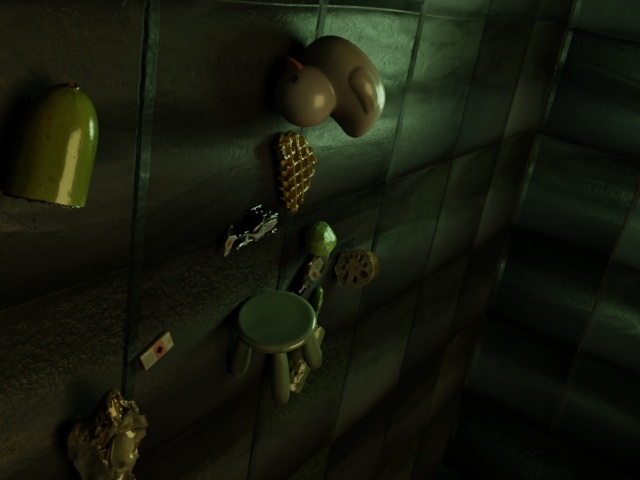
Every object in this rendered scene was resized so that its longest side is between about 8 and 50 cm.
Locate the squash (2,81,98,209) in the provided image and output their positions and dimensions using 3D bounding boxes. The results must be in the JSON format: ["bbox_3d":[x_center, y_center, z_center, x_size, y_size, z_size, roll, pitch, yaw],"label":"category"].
[{"bbox_3d":[-0.386,-0.140,0.993,0.123,0.123,0.187,0,106,-60],"label":"squash"}]

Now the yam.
[{"bbox_3d":[-0.065,0.313,1.871,0.194,0.107,0.107,-65,152,-6],"label":"yam"}]

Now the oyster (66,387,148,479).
[{"bbox_3d":[-0.416,0.413,1.334,0.166,0.110,0.341,-62,159,-46],"label":"oyster"}]

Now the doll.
[{"bbox_3d":[0.014,-0.315,1.479,0.251,0.221,0.221,47,66,-31],"label":"doll"}]

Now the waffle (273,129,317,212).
[{"bbox_3d":[-0.070,-0.164,1.586,0.160,0.046,0.192,-63,151,-9],"label":"waffle"}]

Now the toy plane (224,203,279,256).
[{"bbox_3d":[-0.152,-0.026,1.542,0.197,0.053,0.078,-33,145,-52],"label":"toy plane"}]

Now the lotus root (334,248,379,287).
[{"bbox_3d":[0.110,0.084,1.998,0.081,0.122,0.112,9,78,-67],"label":"lotus root"}]

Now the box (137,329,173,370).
[{"bbox_3d":[-0.345,0.231,1.431,0.083,0.012,0.046,-46,144,-34],"label":"box"}]

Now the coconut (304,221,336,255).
[{"bbox_3d":[0.000,0.000,1.787,0.088,0.088,0.096,-50,142,-29],"label":"coconut"}]

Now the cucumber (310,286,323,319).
[{"bbox_3d":[-0.018,0.206,1.949,0.037,0.037,0.155,-11,119,-57],"label":"cucumber"}]

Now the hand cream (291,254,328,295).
[{"bbox_3d":[-0.023,0.079,1.852,0.163,0.039,0.062,-56,134,-25],"label":"hand cream"}]

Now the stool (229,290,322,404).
[{"bbox_3d":[-0.111,0.253,1.673,0.195,0.195,0.199,-42,148,-39],"label":"stool"}]
